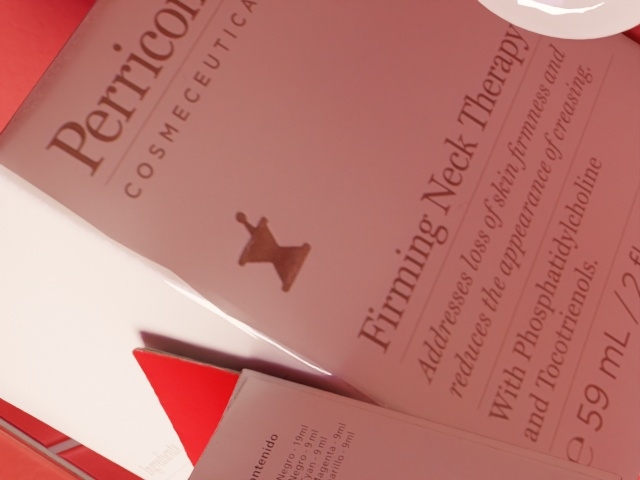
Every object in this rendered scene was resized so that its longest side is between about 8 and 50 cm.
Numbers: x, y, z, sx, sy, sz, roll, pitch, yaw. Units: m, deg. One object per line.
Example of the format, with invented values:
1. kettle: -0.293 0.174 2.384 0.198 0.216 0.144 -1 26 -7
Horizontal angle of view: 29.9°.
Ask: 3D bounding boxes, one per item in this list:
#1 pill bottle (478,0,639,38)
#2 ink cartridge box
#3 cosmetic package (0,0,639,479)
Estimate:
1. pill bottle: 0.136 -0.195 0.559 0.112 0.187 0.112 20 149 13
2. ink cartridge box: 0.018 0.218 0.686 0.271 0.130 0.309 14 146 21
3. cosmetic package: 0.000 0.000 0.820 0.393 0.329 0.327 31 150 -8
